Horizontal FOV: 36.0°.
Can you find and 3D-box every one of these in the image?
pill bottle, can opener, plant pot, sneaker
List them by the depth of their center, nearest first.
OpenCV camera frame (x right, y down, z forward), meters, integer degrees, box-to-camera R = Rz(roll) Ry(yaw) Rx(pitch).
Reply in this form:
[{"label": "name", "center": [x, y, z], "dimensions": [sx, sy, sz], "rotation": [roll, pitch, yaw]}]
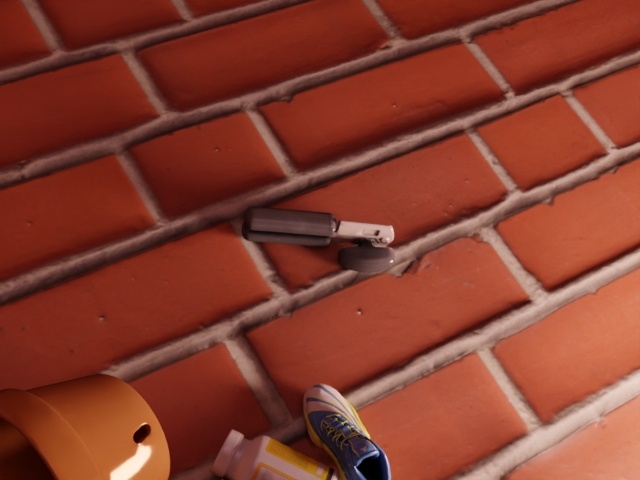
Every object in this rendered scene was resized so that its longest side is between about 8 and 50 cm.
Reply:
[{"label": "plant pot", "center": [-0.353, 0.318, 1.394], "dimensions": [0.291, 0.291, 0.203], "rotation": [46, 43, 15]}, {"label": "pill bottle", "center": [-0.072, 0.367, 1.528], "dimensions": [0.184, 0.103, 0.103], "rotation": [26, 56, 2]}, {"label": "sneaker", "center": [0.053, 0.320, 1.578], "dimensions": [0.091, 0.126, 0.240], "rotation": [-19, 66, -25]}, {"label": "can opener", "center": [0.000, 0.000, 1.795], "dimensions": [0.283, 0.076, 0.095], "rotation": [4, 57, -11]}]
